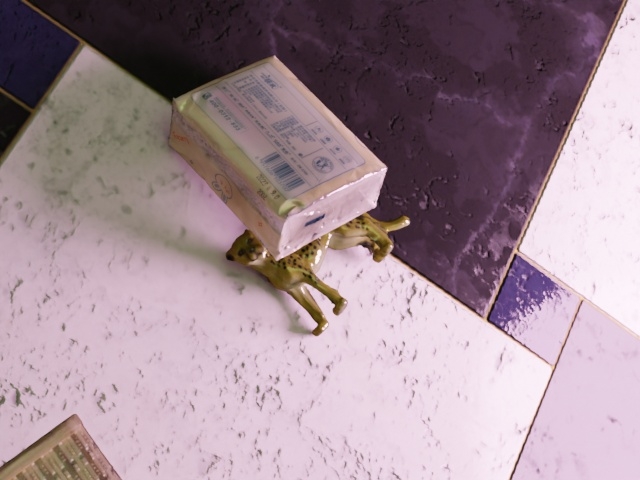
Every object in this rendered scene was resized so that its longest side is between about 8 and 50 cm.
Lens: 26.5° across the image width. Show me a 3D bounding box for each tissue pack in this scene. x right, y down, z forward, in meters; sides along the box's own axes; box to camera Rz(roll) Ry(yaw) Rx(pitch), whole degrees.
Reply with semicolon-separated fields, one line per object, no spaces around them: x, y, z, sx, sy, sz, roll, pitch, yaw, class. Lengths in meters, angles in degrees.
-0.049;-0.092;1.443;0.148;0.092;0.196;-28;64;-31;tissue pack

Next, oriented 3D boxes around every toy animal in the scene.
0.000;0.000;1.481;0.136;0.073;0.181;41;63;0;toy animal

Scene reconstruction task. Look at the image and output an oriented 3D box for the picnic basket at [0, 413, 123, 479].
-0.292;0.321;1.131;0.313;0.228;0.175;-36;88;-32;picnic basket
